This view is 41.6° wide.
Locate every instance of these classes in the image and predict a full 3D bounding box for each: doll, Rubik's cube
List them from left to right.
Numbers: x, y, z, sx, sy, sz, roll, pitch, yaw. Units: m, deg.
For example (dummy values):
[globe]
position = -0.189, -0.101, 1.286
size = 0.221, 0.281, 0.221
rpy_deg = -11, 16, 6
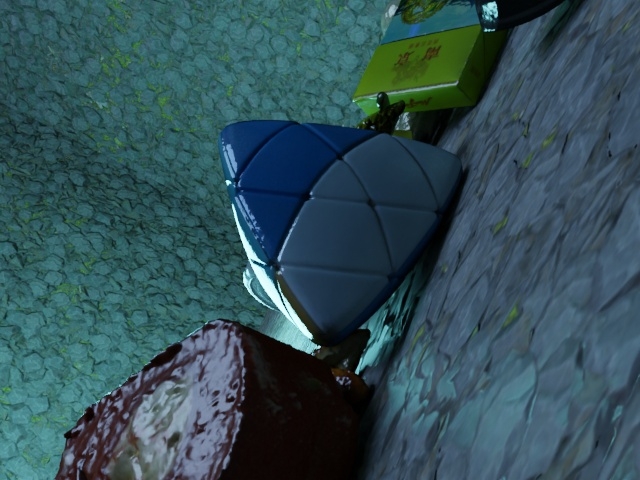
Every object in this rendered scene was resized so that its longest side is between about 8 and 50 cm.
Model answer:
[Rubik's cube]
position = -0.001, 0.033, 0.822
size = 0.254, 0.254, 0.254
rpy_deg = -63, 4, 7
[doll]
position = 0.134, -0.239, 1.199
size = 0.175, 0.149, 0.278
rpy_deg = -20, 48, 46

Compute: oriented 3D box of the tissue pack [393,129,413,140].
[tissue pack]
position = 0.074, -0.075, 1.138
size = 0.176, 0.062, 0.095
rpy_deg = 128, 143, -70

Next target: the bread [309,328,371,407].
[bread]
position = -0.043, 0.195, 0.827
size = 0.269, 0.095, 0.139
rpy_deg = -57, 13, 18

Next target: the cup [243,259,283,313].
[cup]
position = -0.015, -0.005, 1.326
size = 0.221, 0.167, 0.202
rpy_deg = 120, 173, -60

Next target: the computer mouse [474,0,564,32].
[computer mouse]
position = 0.218, -0.274, 0.728
size = 0.231, 0.071, 0.126
rpy_deg = -53, 20, 18

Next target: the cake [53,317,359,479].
[cake]
position = -0.102, 0.197, 0.700
size = 0.283, 0.151, 0.177
rpy_deg = -34, 49, 27

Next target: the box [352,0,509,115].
[box]
position = 0.177, -0.308, 1.063
size = 0.187, 0.047, 0.335
rpy_deg = 4, 63, 51

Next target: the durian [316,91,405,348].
[durian]
position = 0.017, -0.013, 0.979
size = 0.132, 0.107, 0.375
rpy_deg = -65, -8, -54
